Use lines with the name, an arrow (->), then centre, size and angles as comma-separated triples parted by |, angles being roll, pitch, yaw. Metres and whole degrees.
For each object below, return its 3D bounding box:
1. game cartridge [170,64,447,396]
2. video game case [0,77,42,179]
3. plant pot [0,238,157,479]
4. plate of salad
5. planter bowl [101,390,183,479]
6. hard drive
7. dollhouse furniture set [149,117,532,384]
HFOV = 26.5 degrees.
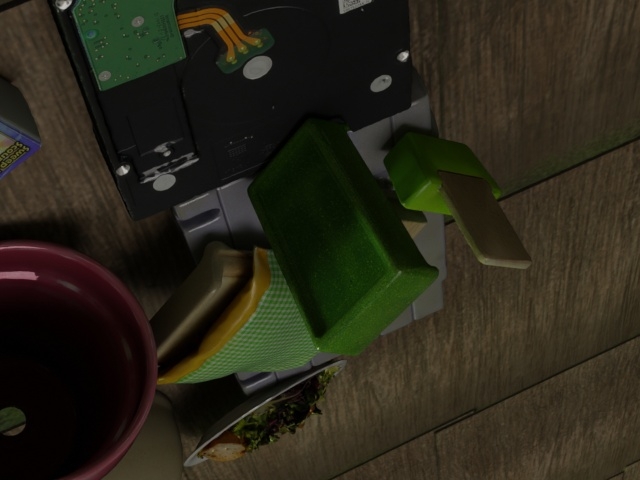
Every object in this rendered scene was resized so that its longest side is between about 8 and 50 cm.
game cartridge -> 0.000, 0.000, 1.200 | 0.230, 0.068, 0.355 | -27, 150, -10
video game case -> -0.353, -0.045, 0.838 | 0.269, 0.061, 0.244 | -36, 147, 13
plant pot -> -0.242, 0.123, 1.072 | 0.201, 0.201, 0.180 | -14, 161, -23
plate of salad -> -0.050, 0.185, 1.398 | 0.200, 0.048, 0.200 | -33, 168, -8
planter bowl -> -0.202, 0.234, 1.333 | 0.162, 0.109, 0.162 | -21, 148, -14
hard drive -> -0.059, -0.166, 0.896 | 0.237, 0.064, 0.339 | -24, 150, -8
dollhouse furniture set -> 0.004, 0.065, 1.087 | 0.197, 0.151, 0.301 | 6, 136, -46
